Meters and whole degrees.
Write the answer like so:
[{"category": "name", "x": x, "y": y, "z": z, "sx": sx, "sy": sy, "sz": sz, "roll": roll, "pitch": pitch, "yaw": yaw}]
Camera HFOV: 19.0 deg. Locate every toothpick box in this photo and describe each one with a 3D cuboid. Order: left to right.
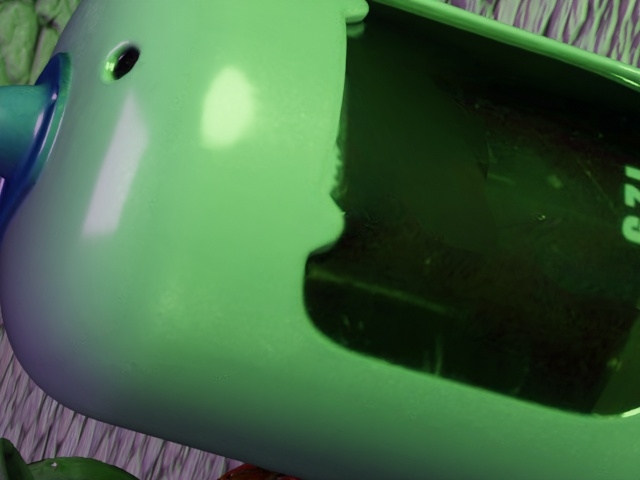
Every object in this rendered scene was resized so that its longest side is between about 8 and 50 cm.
[{"category": "toothpick box", "x": 0.000, "y": 0.000, "z": 0.893, "sx": 0.263, "sy": 0.355, "sz": 0.263, "roll": -163, "pitch": 90, "yaw": -71}]

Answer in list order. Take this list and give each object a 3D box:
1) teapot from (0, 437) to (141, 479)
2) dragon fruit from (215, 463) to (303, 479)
[{"category": "teapot", "x": -0.185, "y": 0.261, "z": 1.342, "sx": 0.337, "sy": 0.200, "sz": 0.270, "roll": -123, "pitch": 10, "yaw": -72}, {"category": "dragon fruit", "x": -0.057, "y": 0.209, "z": 1.268, "sx": 0.102, "sy": 0.096, "sz": 0.147, "roll": 11, "pitch": 87, "yaw": 65}]
